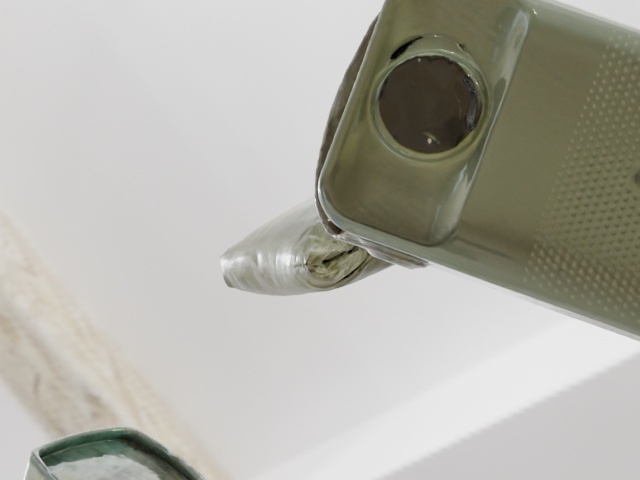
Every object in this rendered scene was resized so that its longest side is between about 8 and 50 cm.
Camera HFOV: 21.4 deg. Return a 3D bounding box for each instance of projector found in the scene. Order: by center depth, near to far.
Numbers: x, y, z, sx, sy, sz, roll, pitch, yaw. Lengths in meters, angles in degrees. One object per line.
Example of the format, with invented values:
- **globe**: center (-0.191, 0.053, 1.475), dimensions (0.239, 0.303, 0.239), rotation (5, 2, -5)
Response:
- **projector**: center (0.114, -0.046, 0.930), dimensions (0.242, 0.177, 0.163), rotation (21, -91, 12)

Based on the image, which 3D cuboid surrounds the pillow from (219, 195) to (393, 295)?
- **pillow**: center (0.000, 0.000, 1.441), dimensions (0.134, 0.181, 0.078), rotation (-28, -81, -27)

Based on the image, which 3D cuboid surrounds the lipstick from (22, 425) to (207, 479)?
- **lipstick**: center (-0.110, 0.201, 0.704), dimensions (0.077, 0.079, 0.253), rotation (30, -66, 34)
